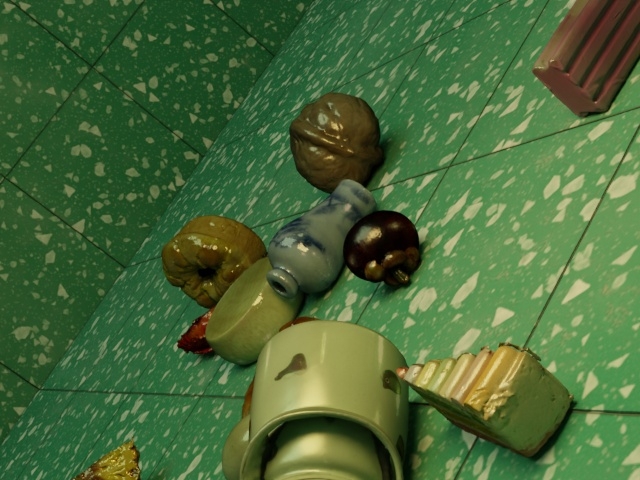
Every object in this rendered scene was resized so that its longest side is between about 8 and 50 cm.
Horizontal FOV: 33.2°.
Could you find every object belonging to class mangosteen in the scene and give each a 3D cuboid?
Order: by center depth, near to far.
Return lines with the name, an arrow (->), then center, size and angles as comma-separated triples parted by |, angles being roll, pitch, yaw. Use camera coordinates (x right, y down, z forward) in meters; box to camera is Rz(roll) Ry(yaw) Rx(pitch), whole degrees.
mangosteen -> 0.107, 0.020, 1.763 | 0.140, 0.140, 0.140 | -44, 19, 19

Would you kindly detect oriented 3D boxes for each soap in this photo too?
soap -> 0.416, -0.298, 1.607 | 0.203, 0.122, 0.065 | -55, 18, -15

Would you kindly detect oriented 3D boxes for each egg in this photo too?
egg -> -0.086, 0.317, 1.619 | 0.152, 0.114, 0.114 | -45, 18, 20

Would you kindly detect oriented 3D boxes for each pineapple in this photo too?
pineapple -> -0.406, 0.517, 2.071 | 0.250, 0.140, 0.164 | -37, -25, -5

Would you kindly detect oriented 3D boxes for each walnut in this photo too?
walnut -> 0.034, -0.203, 2.235 | 0.224, 0.224, 0.224 | -44, 19, 19

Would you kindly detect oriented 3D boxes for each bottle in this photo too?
bottle -> 0.002, 0.280, 1.323 | 0.229, 0.229, 0.352 | -39, 26, 32

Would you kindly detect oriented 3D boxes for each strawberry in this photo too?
strawberry -> -0.236, 0.195, 2.316 | 0.121, 0.082, 0.188 | -40, -4, -43

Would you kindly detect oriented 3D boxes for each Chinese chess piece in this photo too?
Chinese chess piece -> -0.126, 0.135, 2.120 | 0.238, 0.092, 0.238 | -46, 18, 19

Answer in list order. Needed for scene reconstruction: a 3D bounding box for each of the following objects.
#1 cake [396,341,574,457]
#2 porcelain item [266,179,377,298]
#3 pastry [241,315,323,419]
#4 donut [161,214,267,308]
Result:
cake -> 0.174, 0.192, 1.240 | 0.225, 0.109, 0.090 | -21, 34, 57
porcelain item -> 0.000, 0.000, 2.028 | 0.259, 0.141, 0.141 | -48, 15, -26
pastry -> -0.042, 0.221, 1.726 | 0.218, 0.100, 0.229 | -58, 18, -21
donut -> -0.238, 0.043, 2.395 | 0.261, 0.208, 0.128 | -21, 33, 49
